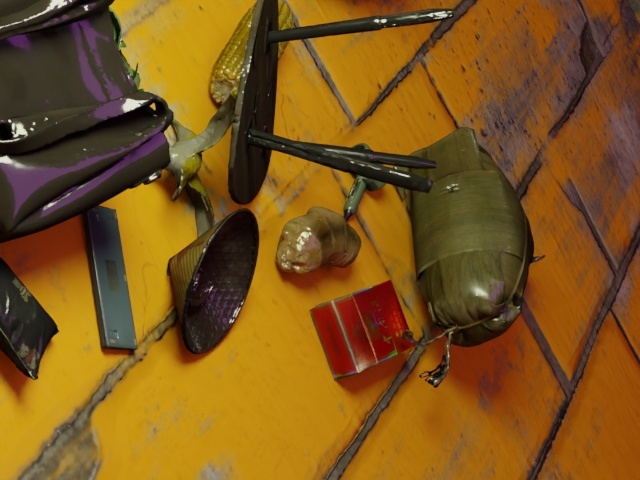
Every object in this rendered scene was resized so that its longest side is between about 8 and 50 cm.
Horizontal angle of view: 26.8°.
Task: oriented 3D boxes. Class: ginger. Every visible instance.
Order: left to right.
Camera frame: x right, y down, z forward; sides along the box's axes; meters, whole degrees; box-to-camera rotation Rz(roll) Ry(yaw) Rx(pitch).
[{"bbox_3d":[-0.001,0.002,1.918,0.190,0.069,0.095,-18,109,-58],"label":"ginger"}]

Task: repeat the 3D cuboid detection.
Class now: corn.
[{"bbox_3d":[-0.096,-0.271,1.927,0.080,0.080,0.238,51,39,-25],"label":"corn"}]

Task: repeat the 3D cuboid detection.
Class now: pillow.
[{"bbox_3d":[-0.334,0.068,1.415,0.150,0.048,0.090,52,39,-20],"label":"pillow"}]

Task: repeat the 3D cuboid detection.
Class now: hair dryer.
[{"bbox_3d":[0.059,-0.076,2.076,0.071,0.047,0.150,48,44,-30],"label":"hair dryer"}]

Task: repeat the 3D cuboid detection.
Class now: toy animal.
[{"bbox_3d":[-0.180,-0.117,1.712,0.095,0.219,0.155,-10,43,-40],"label":"toy animal"}]

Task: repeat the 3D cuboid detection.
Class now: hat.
[{"bbox_3d":[-0.153,0.040,1.674,0.193,0.082,0.193,-54,154,-41],"label":"hat"}]

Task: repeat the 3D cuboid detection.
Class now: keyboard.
[{"bbox_3d":[-0.249,0.043,1.585,0.055,0.014,0.176,11,64,-54],"label":"keyboard"}]

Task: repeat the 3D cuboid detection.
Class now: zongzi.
[{"bbox_3d":[0.280,0.089,2.167,0.418,0.181,0.447,44,34,-44],"label":"zongzi"}]

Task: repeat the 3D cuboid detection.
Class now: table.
[{"bbox_3d":[0.031,-0.154,1.746,0.317,0.249,0.317,7,90,-85],"label":"table"}]

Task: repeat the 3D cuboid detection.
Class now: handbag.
[{"bbox_3d":[-0.295,-0.165,1.424,0.257,0.113,0.285,-26,99,-34],"label":"handbag"}]

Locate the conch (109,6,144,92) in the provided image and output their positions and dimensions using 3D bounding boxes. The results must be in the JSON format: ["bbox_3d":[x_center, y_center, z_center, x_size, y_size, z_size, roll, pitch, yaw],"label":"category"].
[{"bbox_3d":[-0.285,-0.167,1.538,0.143,0.137,0.251,17,59,-51],"label":"conch"}]

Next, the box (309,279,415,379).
[{"bbox_3d":[0.064,0.127,1.957,0.175,0.048,0.112,-18,88,-57],"label":"box"}]
